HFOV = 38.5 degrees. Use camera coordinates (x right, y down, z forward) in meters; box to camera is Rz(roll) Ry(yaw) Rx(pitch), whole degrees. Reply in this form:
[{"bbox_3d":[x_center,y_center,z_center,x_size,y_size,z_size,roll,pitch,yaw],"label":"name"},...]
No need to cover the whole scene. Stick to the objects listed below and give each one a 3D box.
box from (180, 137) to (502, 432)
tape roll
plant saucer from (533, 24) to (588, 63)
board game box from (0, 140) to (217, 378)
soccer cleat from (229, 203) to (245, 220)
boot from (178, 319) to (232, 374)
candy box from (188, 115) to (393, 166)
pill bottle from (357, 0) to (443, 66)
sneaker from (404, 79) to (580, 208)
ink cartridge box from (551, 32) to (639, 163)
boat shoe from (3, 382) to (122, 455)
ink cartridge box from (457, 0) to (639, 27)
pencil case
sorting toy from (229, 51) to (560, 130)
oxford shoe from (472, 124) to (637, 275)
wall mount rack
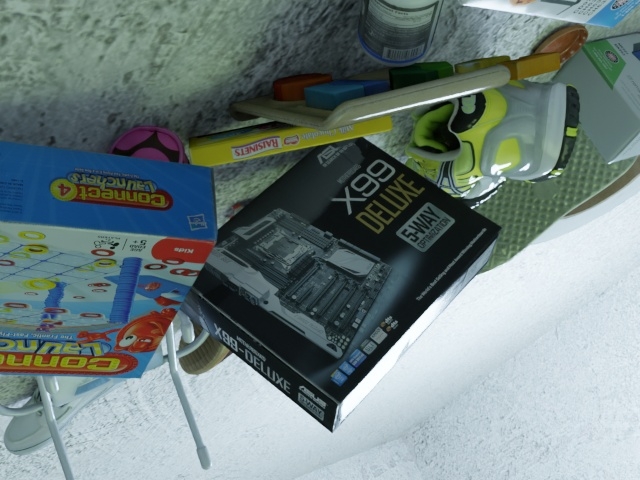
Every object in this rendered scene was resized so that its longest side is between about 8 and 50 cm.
[{"bbox_3d":[0.021,0.029,1.051,0.307,0.242,0.076,-42,158,-30],"label":"box"},{"bbox_3d":[0.508,-0.124,1.704,0.392,0.072,0.392,-25,160,-10],"label":"tape roll"},{"bbox_3d":[0.316,-0.257,1.217,0.083,0.013,0.083,-24,160,-9],"label":"plant saucer"},{"bbox_3d":[-0.289,0.030,0.881,0.308,0.086,0.302,5,146,-22],"label":"board game box"},{"bbox_3d":[-0.029,-0.032,1.222,0.196,0.076,0.068,-21,159,-19],"label":"soccer cleat"},{"bbox_3d":[-0.101,0.136,1.513,0.207,0.090,0.248,-1,143,-48],"label":"boot"},{"bbox_3d":[-0.035,-0.111,0.956,0.206,0.027,0.105,-12,-164,-5],"label":"candy box"},{"bbox_3d":[0.079,-0.235,0.871,0.078,0.078,0.137,-23,159,-14],"label":"pill bottle"},{"bbox_3d":[0.169,-0.129,1.143,0.147,0.145,0.385,11,168,-13],"label":"sneaker"},{"bbox_3d":[0.466,-0.213,1.311,0.212,0.154,0.093,-15,154,-30],"label":"ink cartridge box"},{"bbox_3d":[-0.409,0.242,1.413,0.226,0.083,0.076,-40,149,-2],"label":"boat shoe"},{"bbox_3d":[0.195,-0.296,0.739,0.233,0.168,0.171,-7,152,-43],"label":"ink cartridge box"},{"bbox_3d":[-0.174,-0.035,0.990,0.098,0.095,0.209,-58,165,-20],"label":"pencil case"},{"bbox_3d":[0.083,-0.169,0.955,0.307,0.041,0.229,-18,-163,-27],"label":"sorting toy"},{"bbox_3d":[0.296,-0.073,1.466,0.449,0.169,0.130,-33,-163,17],"label":"oxford shoe"},{"bbox_3d":[-0.291,0.237,1.343,0.350,0.130,0.304,-19,131,-24],"label":"wall mount rack"}]
